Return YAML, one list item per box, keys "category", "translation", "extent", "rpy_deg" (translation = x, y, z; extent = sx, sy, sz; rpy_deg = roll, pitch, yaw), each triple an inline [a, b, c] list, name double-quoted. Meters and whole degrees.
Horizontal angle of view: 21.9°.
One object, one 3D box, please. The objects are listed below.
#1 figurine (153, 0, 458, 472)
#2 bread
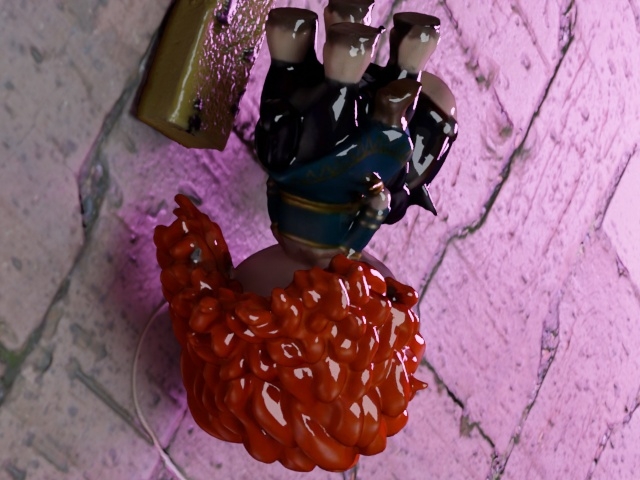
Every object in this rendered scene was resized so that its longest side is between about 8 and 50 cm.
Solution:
- category: "figurine"
  translation: [0.004, -0.009, 1.422]
  extent: [0.306, 0.241, 0.412]
  rpy_deg: [43, 64, -75]
- category: "bread"
  translation: [-0.084, -0.193, 1.419]
  extent: [0.088, 0.049, 0.226]
  rpy_deg: [29, 76, -51]
